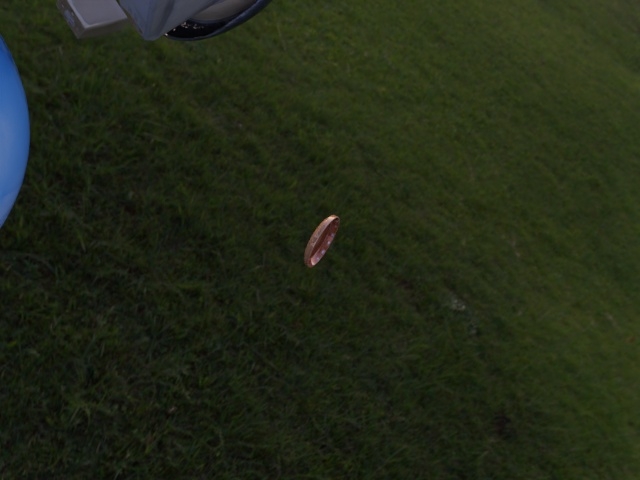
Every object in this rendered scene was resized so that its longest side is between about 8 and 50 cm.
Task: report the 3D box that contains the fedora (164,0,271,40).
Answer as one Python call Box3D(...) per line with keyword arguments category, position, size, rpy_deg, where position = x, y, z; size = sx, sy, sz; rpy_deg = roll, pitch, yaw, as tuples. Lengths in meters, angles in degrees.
Box3D(category="fedora", position=(-0.170, -0.438, 0.867), size=(0.152, 0.334, 0.334), rpy_deg=(34, 33, -56))

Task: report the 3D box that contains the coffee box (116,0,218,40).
Box3D(category="coffee box", position=(-0.092, -0.409, 0.508), size=(0.338, 0.338, 0.334), rpy_deg=(-36, 106, -8))

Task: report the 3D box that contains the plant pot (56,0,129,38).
Box3D(category="plant pot", position=(-0.434, -0.443, 1.233), size=(0.096, 0.109, 0.109), rpy_deg=(-39, 109, -26))

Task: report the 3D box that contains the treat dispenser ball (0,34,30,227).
Box3D(category="treat dispenser ball", position=(-0.357, -0.083, 0.446), size=(0.288, 0.288, 0.288), rpy_deg=(14, 52, -18))

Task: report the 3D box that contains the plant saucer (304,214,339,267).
Box3D(category="plant saucer", position=(0.000, 0.000, 0.927), size=(0.013, 0.083, 0.083), rpy_deg=(31, 47, 14))
